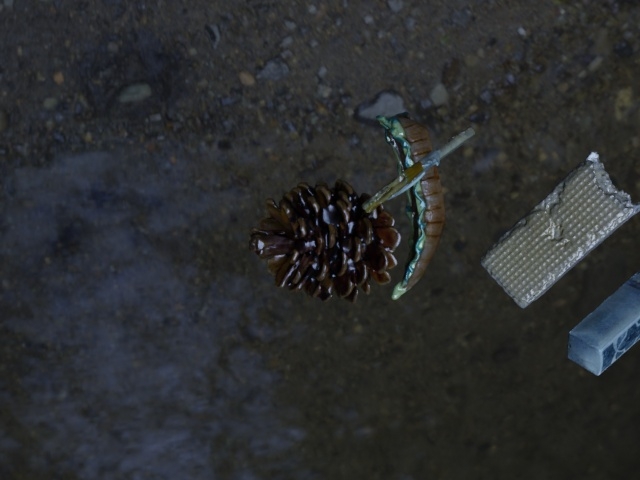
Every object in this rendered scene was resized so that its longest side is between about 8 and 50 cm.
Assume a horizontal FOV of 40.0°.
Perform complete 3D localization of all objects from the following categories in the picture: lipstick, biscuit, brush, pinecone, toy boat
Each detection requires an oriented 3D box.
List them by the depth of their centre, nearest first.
[{"bbox_3d":[0.142,-0.101,1.126,0.085,0.336,0.020,-39,89,32],"label":"brush"},{"bbox_3d":[-0.001,-0.002,1.267,0.212,0.169,0.186,8,140,-15],"label":"pinecone"},{"bbox_3d":[0.349,-0.012,1.298,0.239,0.108,0.062,-46,165,23],"label":"biscuit"},{"bbox_3d":[0.146,-0.056,1.387,0.099,0.108,0.293,-6,93,-6],"label":"toy boat"},{"bbox_3d":[0.545,0.122,1.536,0.289,0.076,0.077,-33,136,-24],"label":"lipstick"}]
